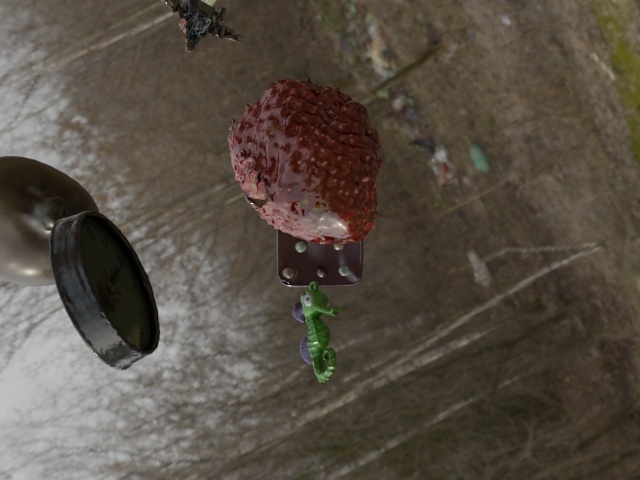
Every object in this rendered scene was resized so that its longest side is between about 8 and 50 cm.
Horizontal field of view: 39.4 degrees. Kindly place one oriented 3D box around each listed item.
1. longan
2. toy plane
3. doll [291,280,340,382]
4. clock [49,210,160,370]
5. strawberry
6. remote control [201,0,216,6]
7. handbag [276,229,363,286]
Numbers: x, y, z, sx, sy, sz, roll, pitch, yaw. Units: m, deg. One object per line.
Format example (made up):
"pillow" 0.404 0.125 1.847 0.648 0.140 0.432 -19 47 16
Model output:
"longan" -0.576 -0.039 1.754 0.300 0.300 0.243 58 -135 -70
"toy plane" -0.163 -0.293 1.201 0.135 0.062 0.188 26 -164 -15
"doll" -0.003 0.165 1.622 0.115 0.050 0.190 -37 54 52
"clock" -0.238 0.053 1.004 0.184 0.040 0.184 -22 -90 -83
"strawberry" -0.033 -0.123 1.515 0.292 0.292 0.343 63 -167 -19
"remote control" -0.192 -0.514 1.657 0.233 0.038 0.098 -33 67 56
"handbag" 0.000 0.001 2.070 0.074 0.203 0.216 -104 14 -79
